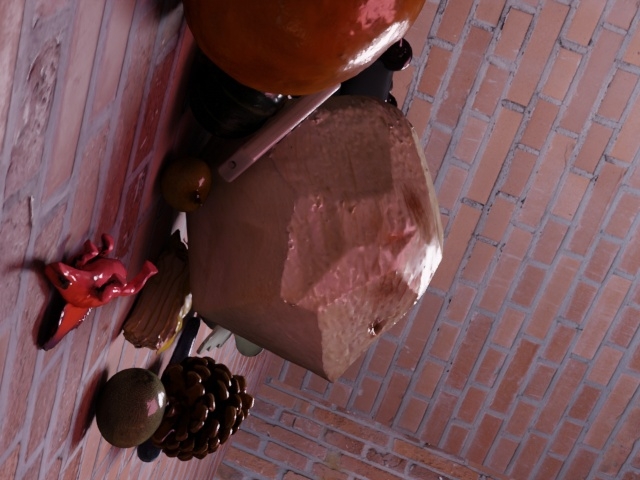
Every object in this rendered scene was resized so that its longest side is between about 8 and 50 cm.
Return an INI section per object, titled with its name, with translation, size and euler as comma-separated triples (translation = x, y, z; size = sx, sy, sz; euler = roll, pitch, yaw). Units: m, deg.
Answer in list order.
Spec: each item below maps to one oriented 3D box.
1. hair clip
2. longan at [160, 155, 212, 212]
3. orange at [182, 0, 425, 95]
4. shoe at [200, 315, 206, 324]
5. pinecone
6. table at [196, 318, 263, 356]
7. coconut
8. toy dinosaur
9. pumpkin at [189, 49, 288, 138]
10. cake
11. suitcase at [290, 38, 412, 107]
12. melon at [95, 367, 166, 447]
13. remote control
[hair clip]
translation = -0.271, 0.273, 2.277
size = 0.083, 0.048, 0.275
euler = -17, 128, -79
[longan]
translation = -0.171, -0.071, 1.609
size = 0.075, 0.083, 0.075
euler = -20, 132, -24
[orange]
translation = -0.012, -0.282, 1.339
size = 0.284, 0.226, 0.284
euler = -35, -170, 7
[shoe]
translation = -0.161, 0.106, 2.443
size = 0.241, 0.093, 0.108
euler = -6, 132, -48
[pinecone]
translation = -0.221, 0.289, 2.127
size = 0.186, 0.168, 0.212
euler = -53, 173, 0
[table]
translation = -0.151, 0.134, 2.217
size = 0.198, 0.166, 0.166
euler = 3, 109, -81
[coconut]
translation = 0.000, 0.000, 1.772
size = 0.415, 0.415, 0.344
euler = -67, -168, -8
[toy dinosaur]
translation = -0.273, 0.069, 1.347
size = 0.139, 0.070, 0.286
euler = -46, 177, 10
[pumpkin]
translation = -0.094, -0.209, 1.566
size = 0.167, 0.125, 0.167
euler = -42, 177, -2
[cake]
translation = -0.216, 0.071, 1.788
size = 0.185, 0.079, 0.116
euler = -53, 166, -59
[suitcase]
translation = 0.046, -0.373, 1.831
size = 0.345, 0.188, 0.339
euler = 85, 10, -81
[melon]
translation = -0.273, 0.241, 1.778
size = 0.131, 0.098, 0.098
euler = -63, 179, 35
[remote control]
translation = -0.049, -0.146, 1.581
size = 0.190, 0.029, 0.087
euler = -44, -173, -32
